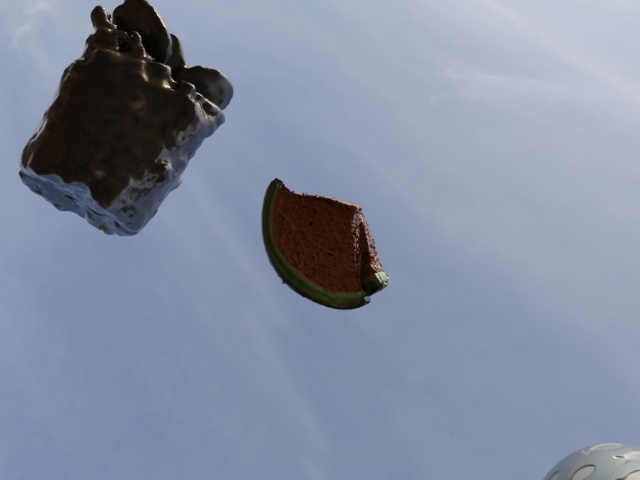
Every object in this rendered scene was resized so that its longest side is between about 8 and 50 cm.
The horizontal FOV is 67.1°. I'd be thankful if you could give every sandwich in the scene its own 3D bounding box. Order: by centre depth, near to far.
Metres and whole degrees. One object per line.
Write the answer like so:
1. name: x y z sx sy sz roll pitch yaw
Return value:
1. sandwich: 0.001 0.004 0.323 0.101 0.026 0.069 21 -81 25

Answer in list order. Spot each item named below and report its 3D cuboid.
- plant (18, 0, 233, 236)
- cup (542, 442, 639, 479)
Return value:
1. plant: -0.254 -0.154 0.647 0.199 0.188 0.276 31 -107 -20
2. cup: 0.467 0.394 0.598 0.357 0.274 0.259 -28 -80 -1
